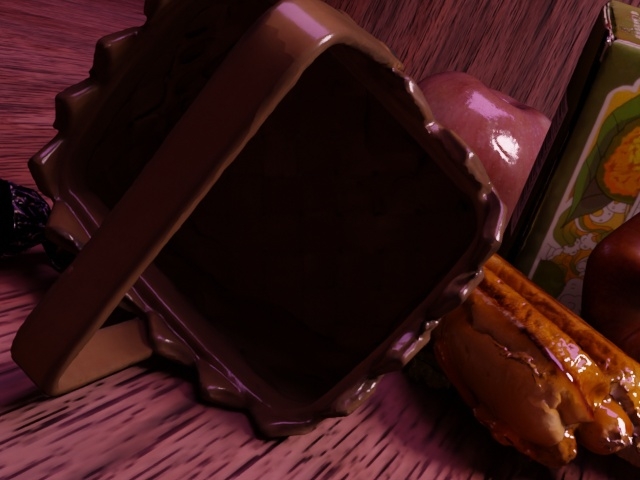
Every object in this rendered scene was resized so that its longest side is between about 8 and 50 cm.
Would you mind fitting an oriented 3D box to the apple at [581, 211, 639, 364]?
[{"bbox_3d":[0.390,0.087,0.866,0.317,0.288,0.288,25,10,-45],"label":"apple"}]

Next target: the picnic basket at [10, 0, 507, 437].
[{"bbox_3d":[-0.042,-0.031,0.604,0.291,0.254,0.321,44,15,8],"label":"picnic basket"}]

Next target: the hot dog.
[{"bbox_3d":[0.145,0.087,0.810,0.158,0.117,0.349,23,12,-28],"label":"hot dog"}]

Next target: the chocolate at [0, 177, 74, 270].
[{"bbox_3d":[-0.193,-0.003,0.710,0.072,0.070,0.147,24,0,40],"label":"chocolate"}]

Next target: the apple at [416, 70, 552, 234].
[{"bbox_3d":[0.247,-0.133,1.512,0.306,0.235,0.305,25,15,-7],"label":"apple"}]

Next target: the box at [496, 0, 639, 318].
[{"bbox_3d":[0.440,-0.025,1.056,0.420,0.373,0.138,18,34,2],"label":"box"}]
